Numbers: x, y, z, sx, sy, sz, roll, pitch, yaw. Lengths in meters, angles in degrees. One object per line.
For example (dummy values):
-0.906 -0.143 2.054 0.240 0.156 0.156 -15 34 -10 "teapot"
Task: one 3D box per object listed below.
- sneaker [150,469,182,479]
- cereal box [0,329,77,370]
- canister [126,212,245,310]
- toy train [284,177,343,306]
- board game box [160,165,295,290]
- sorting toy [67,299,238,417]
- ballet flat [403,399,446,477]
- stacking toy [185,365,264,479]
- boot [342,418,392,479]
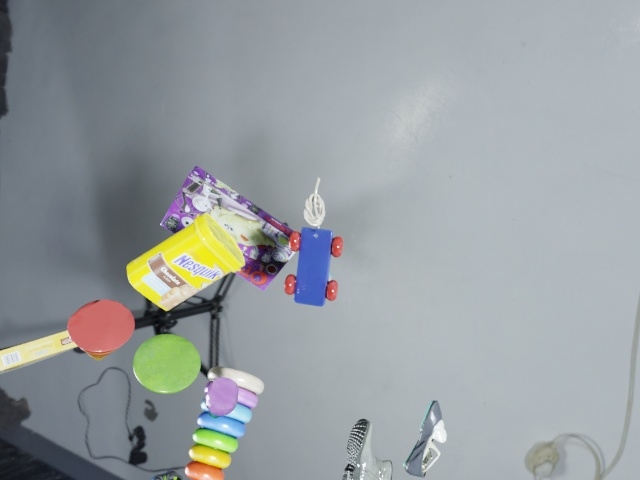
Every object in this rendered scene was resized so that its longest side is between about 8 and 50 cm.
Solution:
-0.620 0.972 1.971 0.078 0.188 0.067 9 87 21 "sneaker"
-0.688 0.269 1.181 0.240 0.173 0.047 -23 85 50 "cereal box"
-0.241 0.043 0.888 0.170 0.126 0.073 -32 46 5 "canister"
0.000 0.000 1.011 0.105 0.143 0.247 7 95 8 "toy train"
-0.244 -0.025 1.355 0.347 0.056 0.208 34 125 -9 "board game box"
-0.340 0.263 1.001 0.366 0.127 0.126 29 131 1 "sorting toy"
0.279 0.510 1.254 0.074 0.074 0.203 23 93 25 "ballet flat"
-0.240 0.469 1.133 0.141 0.141 0.330 1 61 28 "stacking toy"
0.169 0.725 1.634 0.083 0.161 0.246 -12 62 62 "boot"
